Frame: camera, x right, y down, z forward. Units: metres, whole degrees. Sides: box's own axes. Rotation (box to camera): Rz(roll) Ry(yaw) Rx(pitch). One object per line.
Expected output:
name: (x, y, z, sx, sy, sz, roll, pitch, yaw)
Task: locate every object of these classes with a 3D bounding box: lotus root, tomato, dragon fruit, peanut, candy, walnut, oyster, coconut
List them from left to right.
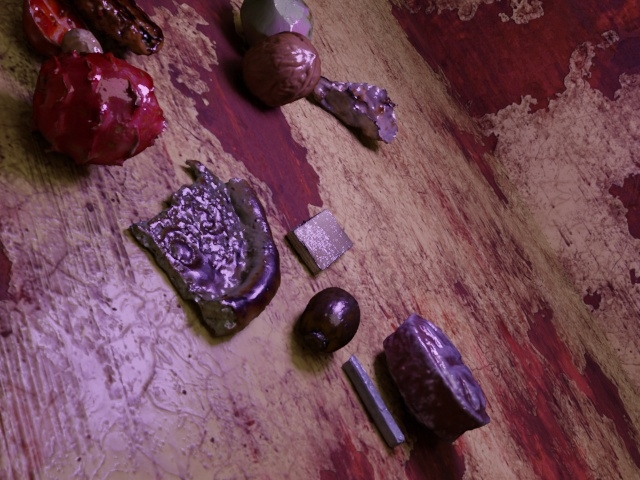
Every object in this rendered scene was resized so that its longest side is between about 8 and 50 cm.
tomato: (-0.518, -0.404, 1.434, 0.155, 0.069, 0.156, 42, 31, -32)
peanut: (-0.433, -0.313, 1.398, 0.080, 0.080, 0.175, -89, 171, -49)
dragon fruit: (-0.376, -0.226, 1.311, 0.268, 0.210, 0.205, 11, 80, -54)
coconut: (-0.120, -0.612, 2.087, 0.204, 0.236, 0.236, 12, 30, 8)
walnut: (-0.099, -0.452, 1.958, 0.213, 0.213, 0.213, 36, 32, -27)
lotus root: (0.026, 0.160, 1.551, 0.120, 0.120, 0.209, 49, 29, -6)
oyster: (0.109, -0.412, 2.298, 0.337, 0.133, 0.198, 22, 43, -39)
candy: (0.251, 0.310, 1.665, 0.290, 0.157, 0.214, 58, 14, 25)

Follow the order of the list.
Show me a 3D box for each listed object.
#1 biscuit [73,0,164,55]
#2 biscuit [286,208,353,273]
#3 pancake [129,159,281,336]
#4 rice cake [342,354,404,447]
biscuit: (-0.474, -0.513, 1.567, 0.334, 0.081, 0.289, 42, 12, -26)
biscuit: (0.000, 0.000, 1.768, 0.121, 0.040, 0.199, 55, 30, 1)
pancake: (-0.192, -0.009, 1.472, 0.305, 0.067, 0.427, 43, 31, -12)
rice cake: (0.109, 0.336, 1.554, 0.033, 0.033, 0.208, -10, 66, -57)
